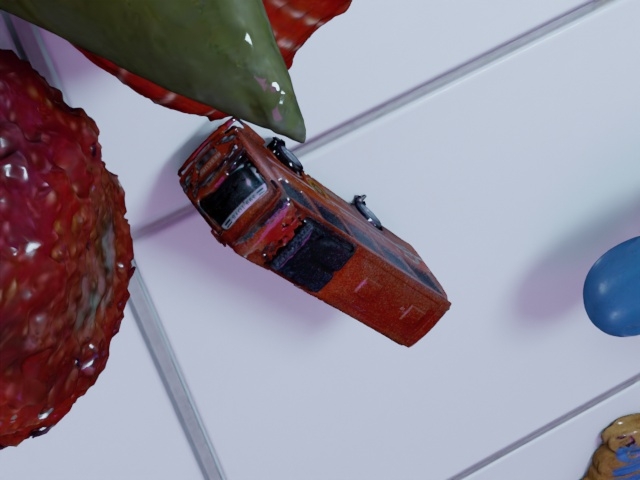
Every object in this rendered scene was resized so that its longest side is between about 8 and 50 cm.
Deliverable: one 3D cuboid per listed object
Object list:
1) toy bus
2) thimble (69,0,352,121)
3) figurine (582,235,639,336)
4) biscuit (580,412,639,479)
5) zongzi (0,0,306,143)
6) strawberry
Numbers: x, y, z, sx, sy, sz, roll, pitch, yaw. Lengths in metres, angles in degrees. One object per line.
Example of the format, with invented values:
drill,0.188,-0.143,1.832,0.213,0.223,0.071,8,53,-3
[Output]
toy bus,0.000,0.000,1.063,0.073,0.096,0.235,-47,141,10
thimble,-0.076,-0.156,0.801,0.125,0.163,0.189,-45,139,14
figurine,0.429,0.004,1.247,0.416,0.298,0.243,-2,143,-29
biscuit,0.332,0.272,1.615,0.183,0.043,0.280,-26,137,-7
zongzi,-0.226,-0.166,0.526,0.356,0.393,0.174,-15,160,-17
strawberry,-0.219,0.024,0.835,0.274,0.220,0.274,-18,133,-21
